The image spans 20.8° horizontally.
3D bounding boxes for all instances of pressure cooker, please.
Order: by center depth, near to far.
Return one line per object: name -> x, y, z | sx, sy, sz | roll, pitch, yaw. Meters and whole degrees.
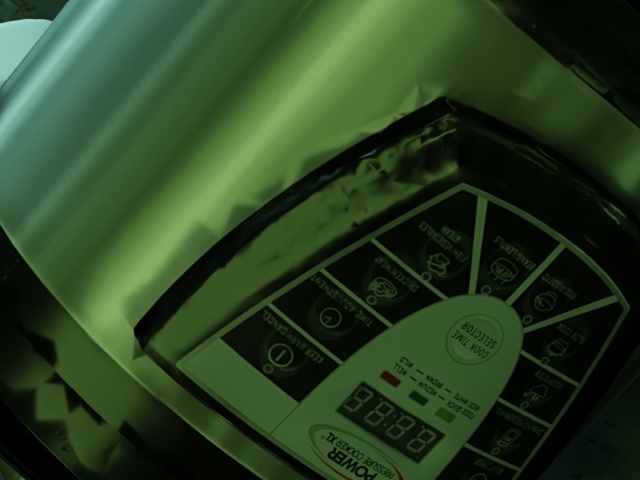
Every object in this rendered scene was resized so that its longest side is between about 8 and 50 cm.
pressure cooker -> 0.001, -0.001, 0.946 | 0.420, 0.375, 0.370 | -48, 68, 12

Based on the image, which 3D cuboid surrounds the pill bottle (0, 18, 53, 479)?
pill bottle -> -0.168, 0.039, 1.222 | 0.204, 0.204, 0.361 | -39, 70, 33
